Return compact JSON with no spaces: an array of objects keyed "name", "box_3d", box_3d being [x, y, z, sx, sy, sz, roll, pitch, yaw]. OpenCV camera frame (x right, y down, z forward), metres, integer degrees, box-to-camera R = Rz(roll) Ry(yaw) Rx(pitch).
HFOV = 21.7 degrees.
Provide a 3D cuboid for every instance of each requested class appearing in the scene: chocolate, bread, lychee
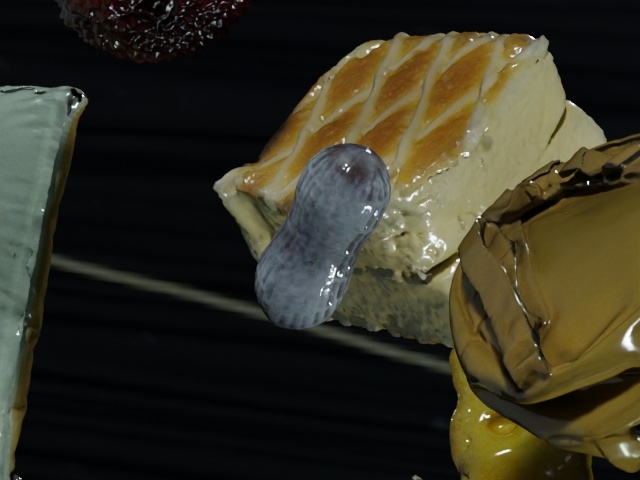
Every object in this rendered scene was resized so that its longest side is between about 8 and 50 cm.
[{"name":"chocolate","box_3d":[0.000,0.000,1.252,0.167,0.072,0.072,-62,173,30]},{"name":"bread","box_3d":[0.231,0.209,1.887,0.088,0.161,0.233,48,37,-50]},{"name":"lychee","box_3d":[-0.210,-0.360,2.101,0.304,0.276,0.275,-95,-175,-73]},{"name":"bread","box_3d":[0.126,-0.081,2.228,0.390,0.371,0.279,-49,127,-26]}]

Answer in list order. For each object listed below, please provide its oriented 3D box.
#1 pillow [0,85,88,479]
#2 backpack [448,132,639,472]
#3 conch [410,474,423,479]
[{"name":"pillow","box_3d":[-0.320,0.014,1.271,0.119,0.312,0.310,8,91,-59]},{"name":"backpack","box_3d":[0.279,0.035,1.439,0.201,0.353,0.378,58,1,-23]},{"name":"conch","box_3d":[0.063,0.297,1.167,0.210,0.159,0.291,-51,176,-35]}]
